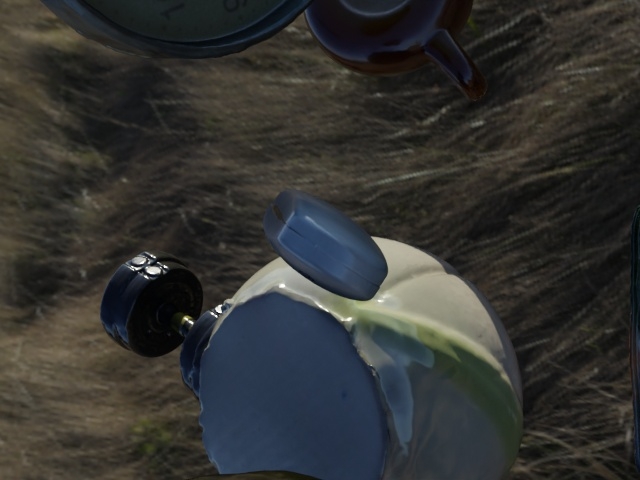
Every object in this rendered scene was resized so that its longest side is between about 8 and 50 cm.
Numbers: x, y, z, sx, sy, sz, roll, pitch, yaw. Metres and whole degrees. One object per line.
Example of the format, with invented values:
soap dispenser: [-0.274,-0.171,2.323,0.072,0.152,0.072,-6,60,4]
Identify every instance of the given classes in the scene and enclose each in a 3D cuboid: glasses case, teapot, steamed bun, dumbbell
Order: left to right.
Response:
dumbbell: [-0.211,0.147,1.581,0.388,0.185,0.185,26,96,37]
glasses case: [0.000,0.000,0.610,0.045,0.067,0.178,-56,9,3]
steamed bun: [0.060,0.139,0.901,0.309,0.309,0.310,-25,57,45]
teapot: [0.088,-0.235,0.988,0.178,0.135,0.252,-42,72,9]

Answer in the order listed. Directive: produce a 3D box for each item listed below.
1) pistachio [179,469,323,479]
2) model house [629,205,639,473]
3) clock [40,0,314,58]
pistachio: [-0.058,0.191,0.410,0.212,0.260,0.163,-12,86,39]
model house: [0.432,0.083,0.899,0.190,0.300,0.272,-2,91,41]
clock: [-0.093,-0.263,0.660,0.055,0.280,0.281,28,98,54]
